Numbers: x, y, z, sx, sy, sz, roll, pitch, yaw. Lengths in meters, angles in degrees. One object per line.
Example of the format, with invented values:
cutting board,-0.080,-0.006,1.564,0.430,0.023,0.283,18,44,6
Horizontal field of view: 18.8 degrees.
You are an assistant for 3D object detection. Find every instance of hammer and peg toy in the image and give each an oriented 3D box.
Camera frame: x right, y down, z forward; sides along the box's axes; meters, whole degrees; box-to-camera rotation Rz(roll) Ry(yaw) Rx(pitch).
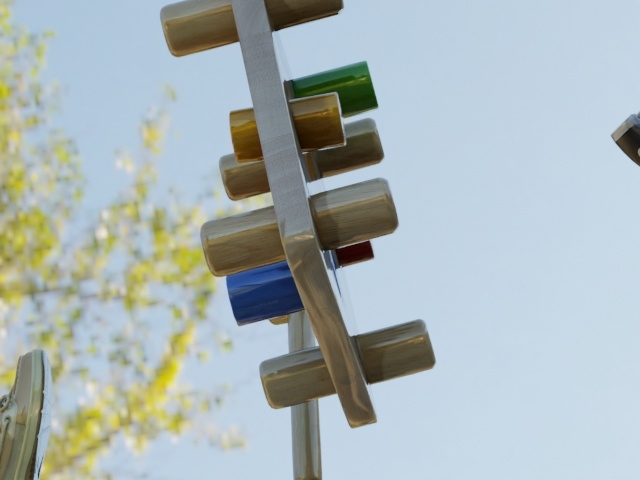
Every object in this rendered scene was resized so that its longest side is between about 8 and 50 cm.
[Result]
hammer and peg toy,0.000,0.000,1.369,0.127,0.266,0.361,-14,-34,3

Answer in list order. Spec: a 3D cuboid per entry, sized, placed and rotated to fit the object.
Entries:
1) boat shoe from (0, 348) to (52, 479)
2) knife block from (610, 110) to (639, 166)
boat shoe,-0.219,0.150,1.357,0.048,0.153,0.056,7,-6,1
knife block,0.281,-0.012,0.912,0.242,0.276,0.088,6,-59,-20
